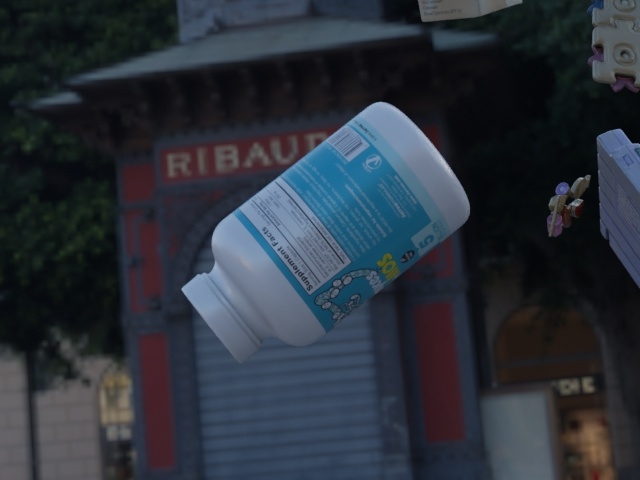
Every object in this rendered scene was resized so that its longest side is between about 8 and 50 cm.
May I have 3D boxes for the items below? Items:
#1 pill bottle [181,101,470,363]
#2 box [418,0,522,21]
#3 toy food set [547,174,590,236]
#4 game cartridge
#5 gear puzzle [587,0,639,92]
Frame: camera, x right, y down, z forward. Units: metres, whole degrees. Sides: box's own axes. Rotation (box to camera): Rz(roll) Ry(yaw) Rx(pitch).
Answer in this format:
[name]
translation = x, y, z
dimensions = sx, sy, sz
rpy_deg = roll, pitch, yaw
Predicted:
[pill bottle]
translation = 0.000, 0.000, 1.354
dimensions = 0.264, 0.146, 0.146
rpy_deg = -38, -8, -3
[box]
translation = 0.234, -0.543, 2.458
dimensions = 0.121, 0.311, 0.148
rpy_deg = -23, 17, -39
[toy food set]
translation = 0.321, -0.044, 1.890
dimensions = 0.019, 0.077, 0.122
rpy_deg = 18, 18, 25
[game cartridge]
translation = 0.542, 0.002, 2.301
dimensions = 0.068, 0.355, 0.230
rpy_deg = -14, -49, -8
[gear puzzle]
translation = 0.498, -0.242, 1.786
dimensions = 0.339, 0.175, 0.044
rpy_deg = 6, -27, -3
